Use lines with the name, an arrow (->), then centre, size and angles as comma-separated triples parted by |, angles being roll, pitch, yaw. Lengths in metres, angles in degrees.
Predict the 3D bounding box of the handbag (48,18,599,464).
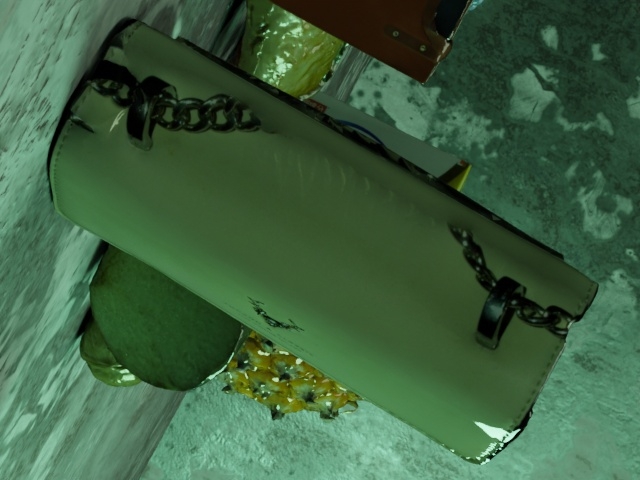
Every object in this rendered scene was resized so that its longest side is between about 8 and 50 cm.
handbag -> 0.000, 0.000, 1.272 | 0.160, 0.359, 0.237 | -60, 177, -7

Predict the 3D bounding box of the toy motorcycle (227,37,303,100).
toy motorcycle -> 0.004, -0.245, 1.786 | 0.298, 0.089, 0.171 | -60, 176, -12

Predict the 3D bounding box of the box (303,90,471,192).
box -> 0.013, -0.059, 2.049 | 0.168, 0.265, 0.097 | -60, 175, -21

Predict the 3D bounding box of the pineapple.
pineapple -> 0.000, 0.047, 2.225 | 0.352, 0.352, 0.300 | -60, 178, -25

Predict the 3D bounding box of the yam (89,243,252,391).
yam -> -0.107, 0.018, 1.680 | 0.161, 0.161, 0.268 | -62, 176, 24

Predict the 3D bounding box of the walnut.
walnut -> -0.190, 0.099, 1.765 | 0.092, 0.092, 0.092 | -61, 178, -4

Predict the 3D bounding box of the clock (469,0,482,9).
clock -> 0.141, -0.363, 2.109 | 0.100, 0.195, 0.194 | -65, -179, -65

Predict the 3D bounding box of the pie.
pie -> -0.007, -0.222, 1.596 | 0.129, 0.068, 0.282 | -19, 143, -38

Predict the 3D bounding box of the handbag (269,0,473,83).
handbag -> 0.036, -0.223, 1.475 | 0.127, 0.190, 0.063 | -63, 176, 14
